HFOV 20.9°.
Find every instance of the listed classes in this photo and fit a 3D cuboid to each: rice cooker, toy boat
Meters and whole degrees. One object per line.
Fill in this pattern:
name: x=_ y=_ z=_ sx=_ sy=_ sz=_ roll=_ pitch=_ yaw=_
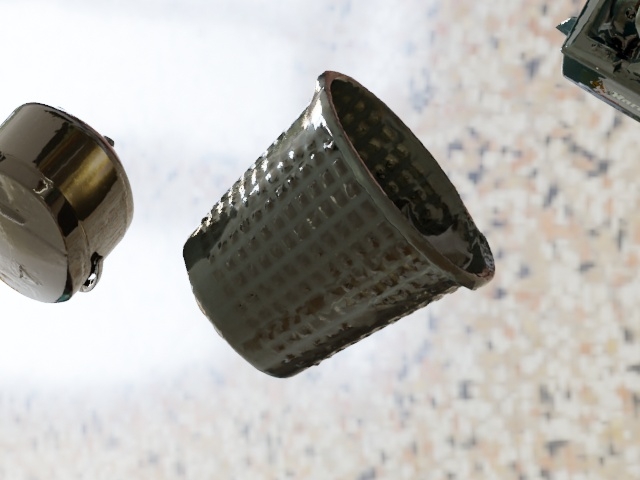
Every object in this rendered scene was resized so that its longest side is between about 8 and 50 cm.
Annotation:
rice cooker: x=-0.193 y=-0.026 z=1.224 sx=0.112 sy=0.106 sz=0.165 roll=32 pitch=160 yaw=10
toy boat: x=0.259 y=-0.091 z=1.030 sx=0.093 sy=0.246 sz=0.103 roll=-59 pitch=-5 yaw=-22

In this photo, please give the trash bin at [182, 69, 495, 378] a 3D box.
trash bin: x=0.000 y=0.000 z=1.153 sx=0.161 sy=0.175 sz=0.175 roll=-37 pitch=56 yaw=18
